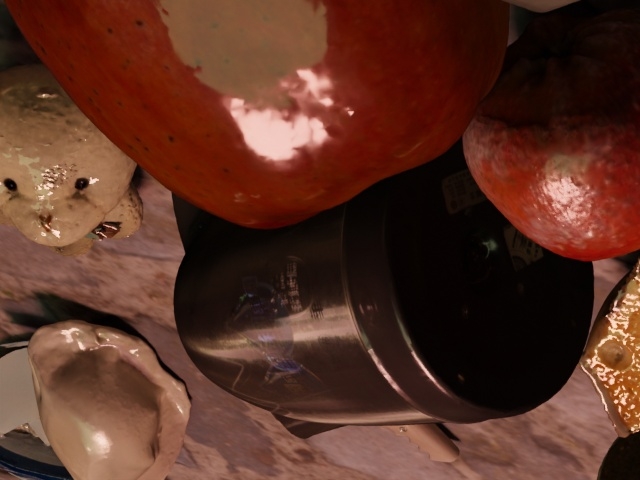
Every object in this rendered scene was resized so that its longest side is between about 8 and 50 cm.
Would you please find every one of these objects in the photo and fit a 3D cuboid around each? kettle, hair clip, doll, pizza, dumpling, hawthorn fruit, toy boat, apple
[{"bbox_3d":[0.000,0.000,1.268,0.324,0.228,0.321,-13,104,46],"label":"kettle"},{"bbox_3d":[0.040,0.150,1.574,0.226,0.034,0.072,26,145,-2],"label":"hair clip"},{"bbox_3d":[-0.241,-0.045,1.414,0.175,0.149,0.278,-5,162,-13],"label":"doll"},{"bbox_3d":[0.279,0.043,1.251,0.188,0.081,0.204,-25,115,21],"label":"pizza"},{"bbox_3d":[-0.213,0.174,1.698,0.124,0.151,0.229,44,157,60],"label":"dumpling"},{"bbox_3d":[0.182,-0.066,1.082,0.172,0.173,0.173,17,145,12],"label":"hawthorn fruit"},{"bbox_3d":[-0.283,0.202,1.826,0.210,0.070,0.292,23,140,-10],"label":"toy boat"},{"bbox_3d":[-0.052,-0.192,1.017,0.365,0.295,0.329,59,177,-12],"label":"apple"}]

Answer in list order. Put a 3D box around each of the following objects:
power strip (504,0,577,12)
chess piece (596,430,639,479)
[{"bbox_3d":[0.138,-0.240,0.833,0.141,0.230,0.261,-15,163,42],"label":"power strip"},{"bbox_3d":[0.361,0.265,1.466,0.139,0.139,0.271,-5,148,37],"label":"chess piece"}]
